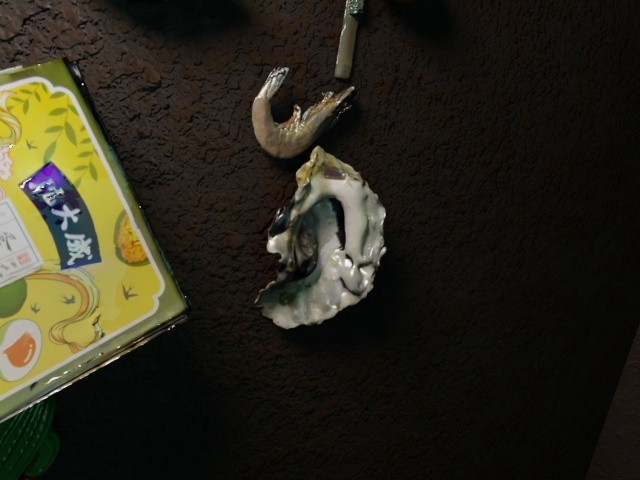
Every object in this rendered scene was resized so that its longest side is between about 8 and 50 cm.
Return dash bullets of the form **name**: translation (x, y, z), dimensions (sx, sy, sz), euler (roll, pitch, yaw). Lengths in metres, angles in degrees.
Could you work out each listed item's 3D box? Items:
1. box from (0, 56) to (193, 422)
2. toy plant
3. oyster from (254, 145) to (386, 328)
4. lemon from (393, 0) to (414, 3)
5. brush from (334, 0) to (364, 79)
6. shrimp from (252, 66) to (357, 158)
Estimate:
- **box**: translation (-0.426, 0.022, 0.615), dimensions (0.420, 0.138, 0.373), euler (-29, 106, -30)
- **toy plant**: translation (-0.474, 0.322, 0.765), dimensions (0.154, 0.088, 0.240), euler (-5, 114, -46)
- **oyster**: translation (-0.001, 0.000, 0.960), dimensions (0.238, 0.115, 0.351), euler (-2, 100, -23)
- **lemon**: translation (0.158, -0.488, 0.916), dimensions (0.133, 0.109, 0.109), euler (-27, 117, -14)
- **brush**: translation (0.059, -0.393, 0.929), dimensions (0.034, 0.027, 0.190), euler (4, 102, -31)
- **shrimp**: translation (-0.032, -0.246, 0.904), dimensions (0.219, 0.046, 0.152), euler (-37, 123, -17)
